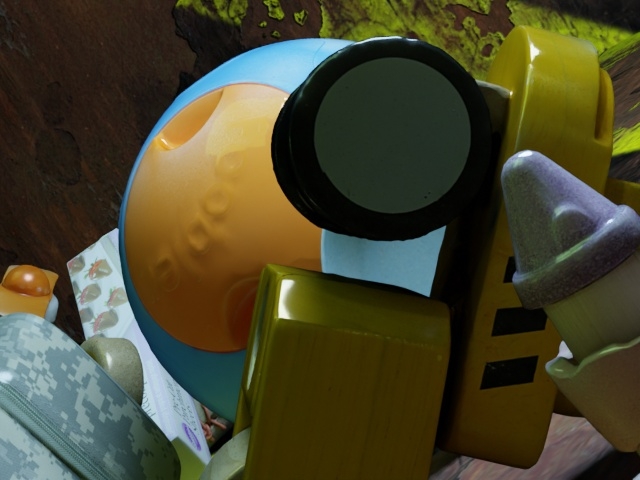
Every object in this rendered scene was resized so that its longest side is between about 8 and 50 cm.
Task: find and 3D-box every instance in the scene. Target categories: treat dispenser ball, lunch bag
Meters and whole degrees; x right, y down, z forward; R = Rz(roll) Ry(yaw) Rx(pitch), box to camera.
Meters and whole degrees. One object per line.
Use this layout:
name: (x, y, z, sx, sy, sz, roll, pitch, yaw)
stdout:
treat dispenser ball: (0.000, 0.000, 1.375, 0.288, 0.288, 0.288, -33, 5, 3)
lunch bag: (-0.280, 0.233, 1.433, 0.305, 0.212, 0.256, -30, 22, 33)

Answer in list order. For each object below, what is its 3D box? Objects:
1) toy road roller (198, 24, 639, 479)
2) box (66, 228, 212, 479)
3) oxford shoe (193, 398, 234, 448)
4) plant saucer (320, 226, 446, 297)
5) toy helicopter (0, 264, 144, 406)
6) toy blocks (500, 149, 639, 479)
toy road roller: (0.077, 0.058, 0.947, 0.202, 0.240, 0.330, -166, 88, -86)
box: (-0.164, 0.109, 1.722, 0.063, 0.067, 0.324, -35, 35, 8)
oxford shoe: (-0.090, 0.141, 1.777, 0.348, 0.123, 0.130, -31, 31, 16)
plant saucer: (0.087, 0.015, 1.226, 0.195, 0.195, 0.037, -35, 3, -21)
toy helicopter: (-0.237, 0.120, 1.650, 0.140, 0.235, 0.355, 8, -12, -30)
toy blocks: (0.199, -0.030, 0.587, 0.309, 0.260, 0.288, -32, 5, 6)
